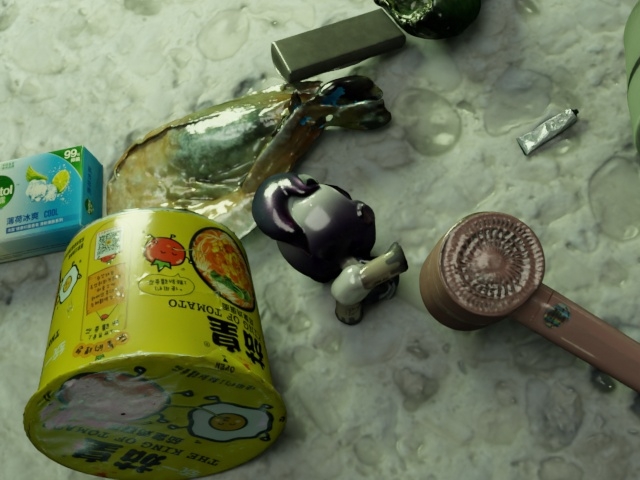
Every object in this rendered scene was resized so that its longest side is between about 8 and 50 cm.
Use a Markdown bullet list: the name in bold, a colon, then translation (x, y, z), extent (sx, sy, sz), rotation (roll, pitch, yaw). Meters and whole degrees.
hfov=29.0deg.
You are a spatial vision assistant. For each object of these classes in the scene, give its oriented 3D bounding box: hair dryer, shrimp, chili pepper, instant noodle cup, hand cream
- **hair dryer**: translation (0.287, 0.104, 1.514), extent (0.352, 0.210, 0.125), rotation (33, 80, 3)
- **shrimp**: translation (-0.111, -0.112, 1.774), extent (0.445, 0.110, 0.221), rotation (-26, 66, 10)
- **chili pepper**: translation (0.167, -0.389, 1.803), extent (0.148, 0.116, 0.264), rotation (21, 61, -17)
- **instant noodle cup**: translation (-0.209, 0.129, 1.588), extent (0.325, 0.325, 0.254), rotation (-14, 53, 12)
- **hand cream**: translation (0.313, -0.151, 1.694), extent (0.093, 0.019, 0.030), rotation (-33, 62, 10)

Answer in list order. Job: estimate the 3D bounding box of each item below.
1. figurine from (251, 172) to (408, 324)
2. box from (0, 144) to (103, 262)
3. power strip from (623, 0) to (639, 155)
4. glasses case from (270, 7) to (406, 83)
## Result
- **figurine**: translation (0.000, 0.000, 1.657), extent (0.145, 0.145, 0.222), rotation (-38, 67, -1)
- **box**: translation (-0.430, -0.053, 1.866), extent (0.194, 0.073, 0.139), rotation (-11, 64, 14)
- **power strip**: translation (0.525, -0.202, 1.446), extent (0.357, 0.357, 0.161), rotation (-6, 62, 16)
- **glasses case**: translation (0.025, -0.280, 1.791), extent (0.190, 0.042, 0.072), rotation (-21, 50, -19)
